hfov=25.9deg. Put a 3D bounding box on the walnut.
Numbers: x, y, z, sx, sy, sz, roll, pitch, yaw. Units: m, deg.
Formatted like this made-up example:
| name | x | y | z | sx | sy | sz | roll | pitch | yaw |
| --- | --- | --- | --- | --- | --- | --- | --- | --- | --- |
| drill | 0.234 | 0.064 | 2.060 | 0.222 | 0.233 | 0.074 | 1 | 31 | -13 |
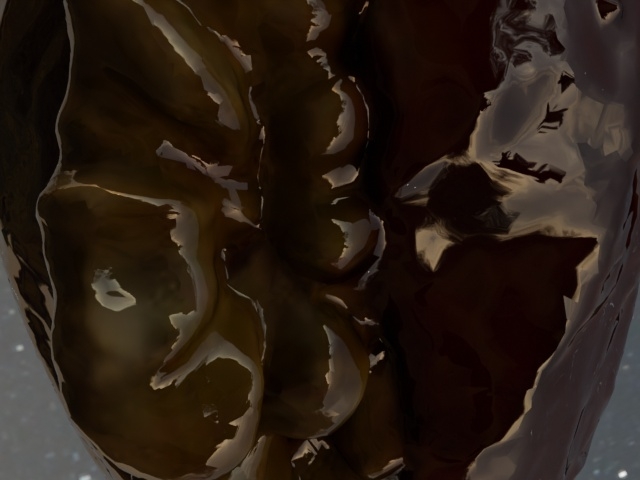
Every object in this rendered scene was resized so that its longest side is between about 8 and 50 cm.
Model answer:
| name | x | y | z | sx | sy | sz | roll | pitch | yaw |
| --- | --- | --- | --- | --- | --- | --- | --- | --- | --- |
| walnut | 0.000 | 0.000 | 0.425 | 0.222 | 0.244 | 0.269 | -1 | -66 | 12 |
